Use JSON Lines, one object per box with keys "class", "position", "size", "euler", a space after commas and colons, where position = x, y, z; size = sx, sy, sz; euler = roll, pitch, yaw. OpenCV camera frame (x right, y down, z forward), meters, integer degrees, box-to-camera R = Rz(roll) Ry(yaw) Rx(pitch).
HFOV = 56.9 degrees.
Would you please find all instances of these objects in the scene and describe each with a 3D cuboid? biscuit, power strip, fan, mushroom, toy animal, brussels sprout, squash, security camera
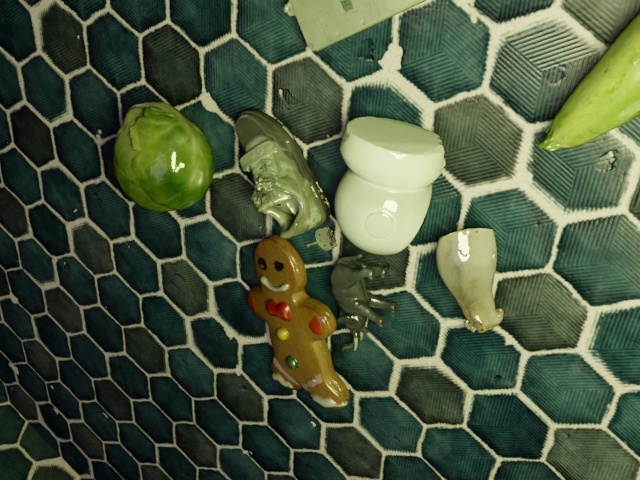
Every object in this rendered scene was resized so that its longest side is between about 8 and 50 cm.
{"class": "biscuit", "position": [-0.077, 0.192, 1.374], "size": [0.283, 0.064, 0.432], "euler": [13, 123, 43]}
{"class": "power strip", "position": [0.061, -0.431, 1.039], "size": [0.270, 0.046, 0.118], "euler": [-14, 108, 34]}
{"class": "fan", "position": [0.000, 0.000, 1.312], "size": [0.083, 0.004, 0.056], "euler": [-19, 102, 37]}
{"class": "mushroom", "position": [0.285, 0.078, 1.126], "size": [0.116, 0.093, 0.225], "euler": [-8, 105, 11]}
{"class": "toy animal", "position": [0.091, 0.145, 1.284], "size": [0.137, 0.082, 0.270], "euler": [10, 121, 30]}
{"class": "brussels sprout", "position": [-0.349, -0.183, 1.312], "size": [0.244, 0.244, 0.244], "euler": [13, 119, 25]}
{"class": "squash", "position": [0.464, -0.251, 0.844], "size": [0.118, 0.118, 0.370], "euler": [42, 127, 6]}
{"class": "security camera", "position": [0.115, -0.088, 1.083], "size": [0.194, 0.194, 0.236], "euler": [22, 119, 20]}

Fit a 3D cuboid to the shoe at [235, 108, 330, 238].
{"class": "shoe", "position": [-0.102, -0.134, 1.219], "size": [0.109, 0.149, 0.293], "euler": [-33, 95, 39]}
